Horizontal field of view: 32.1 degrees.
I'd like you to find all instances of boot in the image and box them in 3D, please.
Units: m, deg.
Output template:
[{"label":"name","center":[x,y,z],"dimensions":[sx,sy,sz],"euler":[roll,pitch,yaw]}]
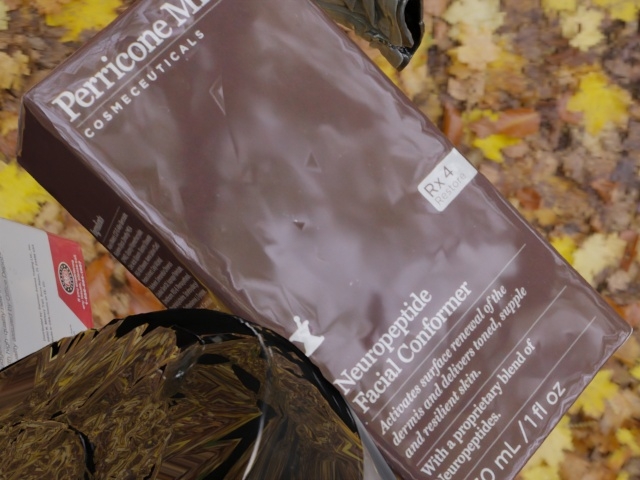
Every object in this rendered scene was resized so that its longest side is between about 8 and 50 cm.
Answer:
[{"label":"boot","center":[0.020,-0.245,0.960],"dimensions":[0.161,0.246,0.083],"euler":[33,82,19]}]

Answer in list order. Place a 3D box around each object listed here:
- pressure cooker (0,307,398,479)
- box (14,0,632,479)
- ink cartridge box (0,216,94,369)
[{"label":"pressure cooker","center":[-0.064,0.289,0.456],"dimensions":[0.375,0.370,0.420],"euler":[-44,112,-32]},{"label":"box","center":[0.000,0.000,0.744],"dimensions":[0.381,0.143,0.191],"euler":[44,70,-2]},{"label":"ink cartridge box","center":[-0.310,0.082,0.955],"dimensions":[0.114,0.273,0.197],"euler":[-17,74,16]}]
